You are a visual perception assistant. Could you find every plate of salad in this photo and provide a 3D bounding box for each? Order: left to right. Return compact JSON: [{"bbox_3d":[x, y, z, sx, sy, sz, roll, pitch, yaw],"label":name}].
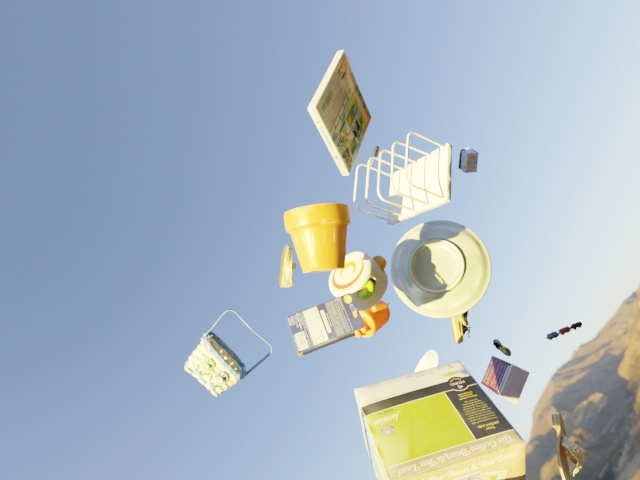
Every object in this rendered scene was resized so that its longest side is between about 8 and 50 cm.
[{"bbox_3d":[0.395,0.505,1.578,0.200,0.048,0.200,-157,90,-89],"label":"plate of salad"}]

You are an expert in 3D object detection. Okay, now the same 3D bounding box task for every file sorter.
[{"bbox_3d":[0.255,-0.193,1.354,0.173,0.277,0.193,16,-110,-27],"label":"file sorter"}]

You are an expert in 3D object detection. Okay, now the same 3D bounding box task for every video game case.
[{"bbox_3d":[0.081,-0.451,1.509,0.300,0.036,0.329,56,-136,-42],"label":"video game case"}]

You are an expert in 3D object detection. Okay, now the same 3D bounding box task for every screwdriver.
[{"bbox_3d":[0.205,-0.314,1.696,0.025,0.024,0.170,54,-131,-42],"label":"screwdriver"}]

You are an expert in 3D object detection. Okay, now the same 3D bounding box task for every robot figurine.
[{"bbox_3d":[0.214,0.324,1.795,0.219,0.128,0.158,-26,-58,-47],"label":"robot figurine"}]

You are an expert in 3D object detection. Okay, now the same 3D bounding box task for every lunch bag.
[{"bbox_3d":[0.502,-0.275,1.453,0.053,0.083,0.071,-4,-63,-1],"label":"lunch bag"}]

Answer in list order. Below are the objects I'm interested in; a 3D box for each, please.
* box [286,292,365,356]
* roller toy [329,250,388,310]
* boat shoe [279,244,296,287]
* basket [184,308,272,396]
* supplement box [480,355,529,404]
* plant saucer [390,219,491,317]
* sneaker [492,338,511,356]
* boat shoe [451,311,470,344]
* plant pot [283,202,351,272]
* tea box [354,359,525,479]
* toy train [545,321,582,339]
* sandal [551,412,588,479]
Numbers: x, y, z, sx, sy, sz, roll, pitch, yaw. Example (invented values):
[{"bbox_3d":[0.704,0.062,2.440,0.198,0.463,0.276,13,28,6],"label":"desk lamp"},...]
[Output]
[{"bbox_3d":[0.018,0.265,1.351,0.225,0.136,0.036,-21,-35,-2],"label":"box"},{"bbox_3d":[0.142,0.149,1.547,0.146,0.191,0.209,41,-135,-32],"label":"roller toy"},{"bbox_3d":[-0.125,0.103,1.687,0.059,0.063,0.170,6,-84,-17],"label":"boat shoe"},{"bbox_3d":[-0.370,0.454,1.699,0.255,0.201,0.289,44,-99,-8],"label":"basket"},{"bbox_3d":[0.720,0.542,1.671,0.239,0.073,0.130,58,-123,-82],"label":"supplement box"},{"bbox_3d":[0.466,0.106,1.694,0.401,0.400,0.100,-61,-25,3],"label":"plant saucer"},{"bbox_3d":[0.704,0.422,1.657,0.035,0.083,0.031,-11,-42,-51],"label":"sneaker"},{"bbox_3d":[0.649,0.351,1.952,0.285,0.089,0.105,-71,-27,-45],"label":"boat shoe"},{"bbox_3d":[0.000,0.000,1.299,0.205,0.205,0.188,1,-101,-49],"label":"plant pot"},{"bbox_3d":[0.298,0.532,1.118,0.328,0.323,0.220,-13,-69,-5],"label":"tea box"},{"bbox_3d":[1.013,0.376,1.767,0.158,0.027,0.036,-24,-31,3],"label":"toy train"},{"bbox_3d":[0.779,0.642,1.312,0.088,0.079,0.240,53,-146,-22],"label":"sandal"}]
